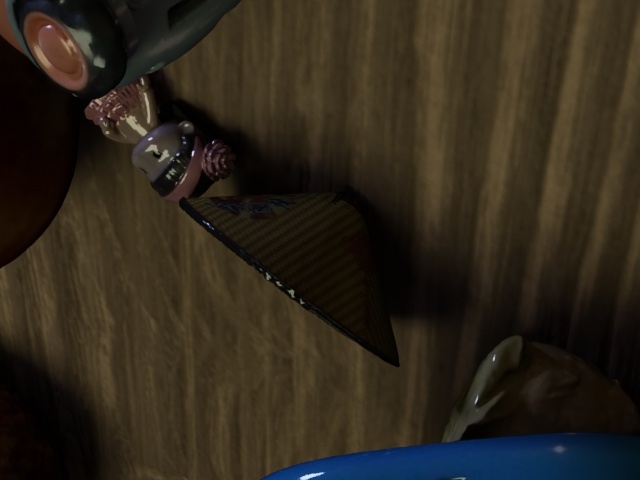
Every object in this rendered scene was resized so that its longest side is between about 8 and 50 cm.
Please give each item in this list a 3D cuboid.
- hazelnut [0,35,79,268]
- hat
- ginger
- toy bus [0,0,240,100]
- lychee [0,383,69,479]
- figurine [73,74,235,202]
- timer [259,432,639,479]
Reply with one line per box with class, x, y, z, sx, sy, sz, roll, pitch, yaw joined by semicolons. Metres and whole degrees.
hazelnut;-0.268;-0.078;1.298;0.208;0.208;0.208;22;140;20
hat;0.000;0.000;1.229;0.193;0.082;0.193;36;180;0
ginger;0.141;0.140;1.236;0.123;0.115;0.193;21;154;-3
toy bus;-0.146;-0.238;1.026;0.232;0.194;0.287;29;144;33
lychee;-0.352;0.237;1.629;0.261;0.260;0.260;22;140;20
figurine;-0.117;-0.084;1.260;0.129;0.054;0.072;48;128;0
timer;0.118;0.217;1.172;0.309;0.115;0.340;-9;157;15
